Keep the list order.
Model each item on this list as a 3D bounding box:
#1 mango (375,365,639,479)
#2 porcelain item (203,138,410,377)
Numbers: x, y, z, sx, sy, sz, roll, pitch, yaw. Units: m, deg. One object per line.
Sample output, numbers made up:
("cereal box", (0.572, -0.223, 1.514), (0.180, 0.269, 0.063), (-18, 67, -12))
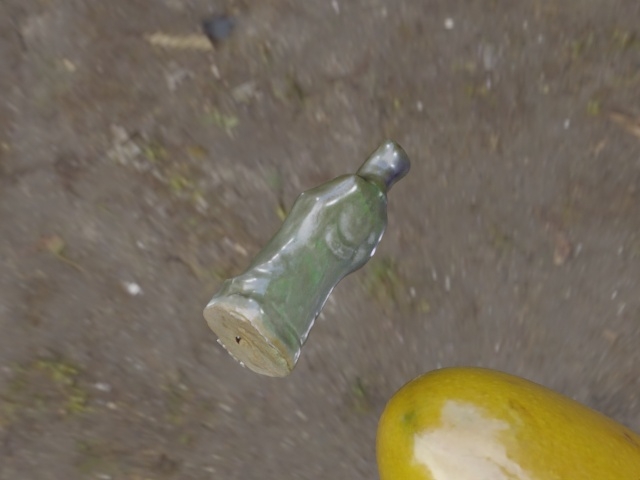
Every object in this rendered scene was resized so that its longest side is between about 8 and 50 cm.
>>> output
("mango", (0.116, 0.136, 0.814), (0.113, 0.138, 0.253), (-40, 123, 16))
("porcelain item", (0.000, 0.000, 1.505), (0.081, 0.069, 0.216), (49, 62, -22))
